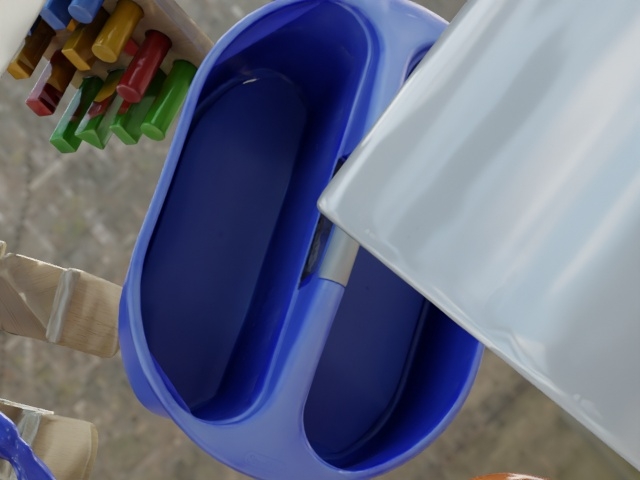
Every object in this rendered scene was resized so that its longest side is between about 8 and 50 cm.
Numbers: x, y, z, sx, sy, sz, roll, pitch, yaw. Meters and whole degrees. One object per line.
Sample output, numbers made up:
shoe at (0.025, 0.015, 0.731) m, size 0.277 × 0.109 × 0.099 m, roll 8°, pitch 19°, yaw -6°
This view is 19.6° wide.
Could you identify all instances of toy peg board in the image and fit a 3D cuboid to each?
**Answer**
toy peg board at (-0.178, -0.139, 1.402) m, size 0.161 × 0.160 × 0.079 m, roll -5°, pitch 50°, yaw 42°

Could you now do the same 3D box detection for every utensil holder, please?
utensil holder at (0.234, -0.068, 0.830) m, size 0.385 × 0.327 × 0.327 m, roll -51°, pitch -5°, yaw 0°

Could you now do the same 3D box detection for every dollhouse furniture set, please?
dollhouse furniture set at (-0.387, 0.187, 1.761) m, size 0.256 × 0.362 × 0.394 m, roll 33°, pitch -111°, yaw -72°

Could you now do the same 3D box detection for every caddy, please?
caddy at (0.000, 0.000, 1.245) m, size 0.179 × 0.241 × 0.341 m, roll 144°, pitch 144°, yaw -71°

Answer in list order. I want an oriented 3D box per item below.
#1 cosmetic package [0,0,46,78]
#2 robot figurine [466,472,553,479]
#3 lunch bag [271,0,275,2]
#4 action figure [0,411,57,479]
cosmetic package at (-0.289, -0.112, 0.967) m, size 0.217 × 0.156 × 0.385 m, roll -13°, pitch 35°, yaw 20°
robot figurine at (0.101, 0.193, 0.961) m, size 0.128 × 0.158 × 0.219 m, roll -57°, pitch -19°, yaw -11°
lunch bag at (0.017, -0.353, 1.463) m, size 0.169 × 0.235 × 0.287 m, roll -42°, pitch 8°, yaw -37°
action figure at (-0.265, 0.122, 1.370) m, size 0.091 × 0.280 × 0.139 m, roll -39°, pitch -11°, yaw -27°
